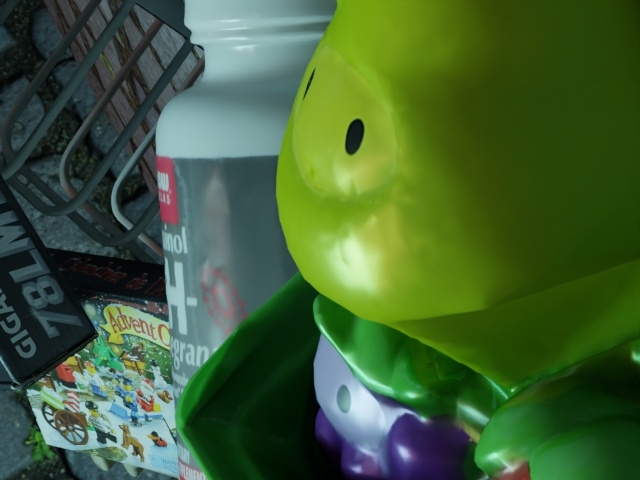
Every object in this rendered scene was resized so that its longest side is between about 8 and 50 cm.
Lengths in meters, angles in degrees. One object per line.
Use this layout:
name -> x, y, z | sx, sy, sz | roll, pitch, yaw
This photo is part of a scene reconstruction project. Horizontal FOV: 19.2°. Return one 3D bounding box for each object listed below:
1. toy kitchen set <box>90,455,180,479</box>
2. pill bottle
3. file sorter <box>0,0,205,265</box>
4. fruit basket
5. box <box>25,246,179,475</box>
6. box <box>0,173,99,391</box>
toy kitchen set -> -0.090, 0.098, 1.490 | 0.207, 0.166, 0.122 | 10, 134, 34
pill bottle -> 0.000, 0.000, 1.048 | 0.176, 0.176, 0.318 | -157, 63, -77
file sorter -> -0.140, -0.096, 1.346 | 0.193, 0.173, 0.278 | 37, -176, 39
fruit basket -> 0.070, 0.038, 0.777 | 0.392, 0.283, 0.392 | 47, 180, 0
box -> -0.123, 0.091, 1.342 | 0.233, 0.044, 0.159 | 7, 127, 36
box -> -0.286, -0.039, 1.247 | 0.295, 0.073, 0.293 | 59, 159, -10
